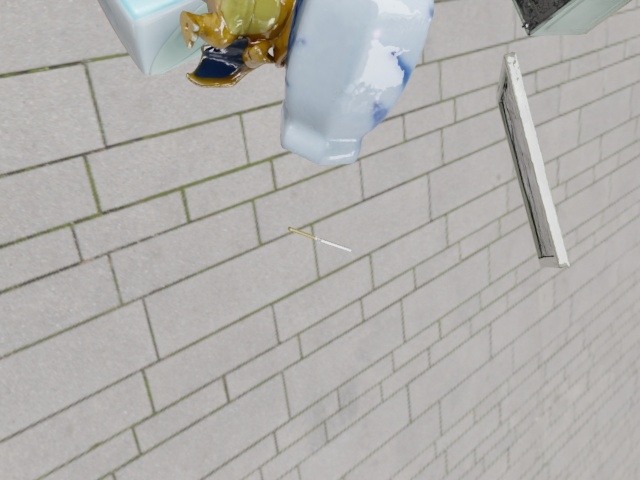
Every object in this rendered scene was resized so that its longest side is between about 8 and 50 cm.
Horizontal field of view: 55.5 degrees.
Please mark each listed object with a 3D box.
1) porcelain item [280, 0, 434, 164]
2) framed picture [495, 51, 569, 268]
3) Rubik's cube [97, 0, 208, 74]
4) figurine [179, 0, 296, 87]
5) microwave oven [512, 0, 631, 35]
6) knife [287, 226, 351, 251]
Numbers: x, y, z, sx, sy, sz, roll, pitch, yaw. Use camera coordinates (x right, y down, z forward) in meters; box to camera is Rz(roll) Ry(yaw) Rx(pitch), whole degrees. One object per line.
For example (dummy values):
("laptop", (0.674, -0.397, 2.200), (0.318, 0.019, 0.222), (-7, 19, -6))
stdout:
("porcelain item", (0.049, -0.321, 0.908), (0.179, 0.242, 0.405), (12, 130, -14))
("framed picture", (0.334, -0.113, 0.976), (0.240, 0.020, 0.324), (3, 74, -77))
("Rubik's cube", (-0.447, -0.728, 1.728), (0.352, 0.347, 0.352), (-28, 86, -14))
("figurine", (-0.069, -0.474, 1.154), (0.387, 0.268, 0.400), (-1, 108, -29))
("microwave oven", (0.605, -0.722, 1.515), (0.287, 0.218, 0.354), (-13, 79, -34))
("knife", (0.000, 0.001, 2.056), (0.256, 0.046, 0.022), (19, 90, -32))
